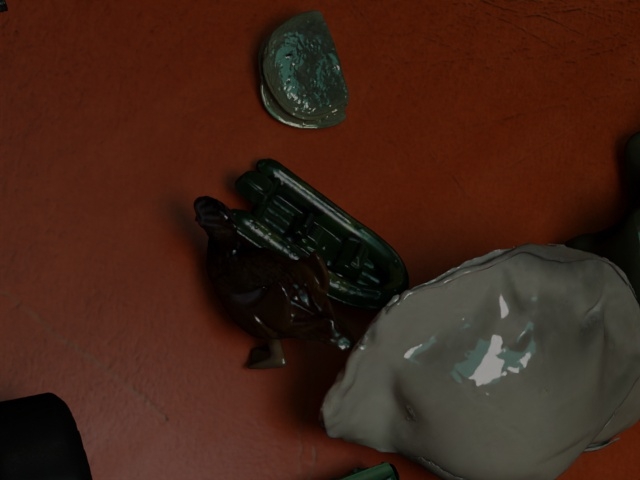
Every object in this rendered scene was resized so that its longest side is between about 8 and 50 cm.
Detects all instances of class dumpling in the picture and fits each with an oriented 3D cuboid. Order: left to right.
[{"bbox_3d":[0.186,0.121,1.104,0.341,0.260,0.181,20,28,-6],"label":"dumpling"}]

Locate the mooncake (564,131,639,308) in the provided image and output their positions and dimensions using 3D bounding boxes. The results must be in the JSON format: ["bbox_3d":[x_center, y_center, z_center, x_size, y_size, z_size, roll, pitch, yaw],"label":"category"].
[{"bbox_3d":[0.447,0.024,1.255,0.351,0.187,0.352,6,73,-18],"label":"mooncake"}]

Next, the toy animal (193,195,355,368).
[{"bbox_3d":[-0.045,0.041,1.073,0.089,0.188,0.179,-42,129,-27],"label":"toy animal"}]

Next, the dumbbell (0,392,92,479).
[{"bbox_3d":[-0.345,0.246,0.901,0.322,0.203,0.204,-9,81,-21],"label":"dumbbell"}]

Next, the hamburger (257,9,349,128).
[{"bbox_3d":[-0.023,-0.170,1.196,0.084,0.054,0.121,-22,94,-25],"label":"hamburger"}]

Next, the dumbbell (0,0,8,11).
[{"bbox_3d":[-0.385,-0.184,1.038,0.208,0.099,0.099,-24,87,-22],"label":"dumbbell"}]

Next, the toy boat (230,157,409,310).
[{"bbox_3d":[0.000,0.000,1.162,0.210,0.052,0.104,35,49,-9],"label":"toy boat"}]

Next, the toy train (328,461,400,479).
[{"bbox_3d":[0.007,0.249,1.102,0.147,0.071,0.038,-16,84,-23],"label":"toy train"}]
